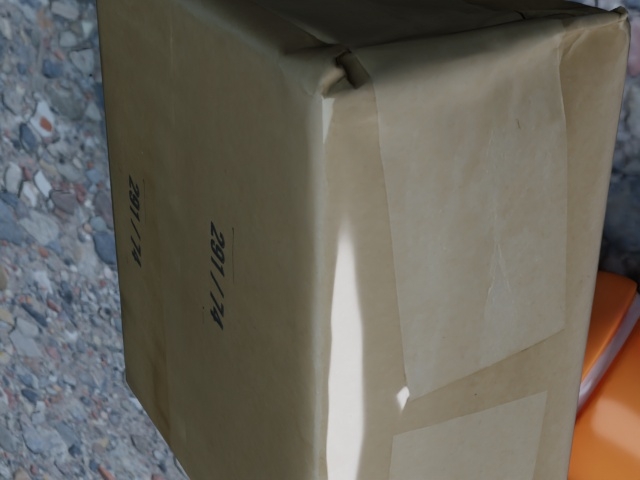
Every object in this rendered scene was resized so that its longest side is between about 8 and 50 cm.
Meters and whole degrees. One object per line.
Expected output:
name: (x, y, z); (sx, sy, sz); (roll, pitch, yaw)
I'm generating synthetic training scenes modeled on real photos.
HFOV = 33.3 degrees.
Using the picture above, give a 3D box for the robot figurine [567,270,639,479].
robot figurine: (0.197, 0.104, 0.649); (0.219, 0.158, 0.128); (34, 89, 11)

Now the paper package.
paper package: (0.000, 0.000, 0.613); (0.309, 0.168, 0.325); (41, 138, 51)
